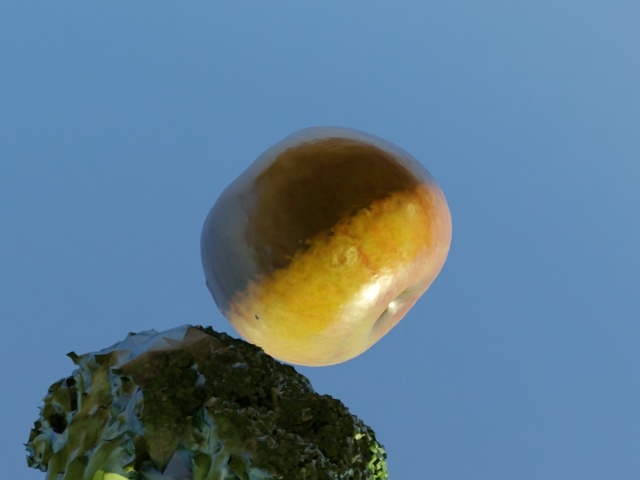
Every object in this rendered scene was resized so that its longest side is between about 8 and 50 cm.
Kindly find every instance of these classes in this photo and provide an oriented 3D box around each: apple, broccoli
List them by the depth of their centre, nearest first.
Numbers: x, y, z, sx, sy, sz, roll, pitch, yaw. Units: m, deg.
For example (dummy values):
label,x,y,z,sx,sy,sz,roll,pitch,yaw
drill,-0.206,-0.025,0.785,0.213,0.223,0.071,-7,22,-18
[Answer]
label,x,y,z,sx,sy,sz,roll,pitch,yaw
broccoli,-0.078,0.183,0.847,0.265,0.294,0.245,40,-116,-4
apple,0.000,0.000,0.987,0.182,0.182,0.155,-32,-110,-35
